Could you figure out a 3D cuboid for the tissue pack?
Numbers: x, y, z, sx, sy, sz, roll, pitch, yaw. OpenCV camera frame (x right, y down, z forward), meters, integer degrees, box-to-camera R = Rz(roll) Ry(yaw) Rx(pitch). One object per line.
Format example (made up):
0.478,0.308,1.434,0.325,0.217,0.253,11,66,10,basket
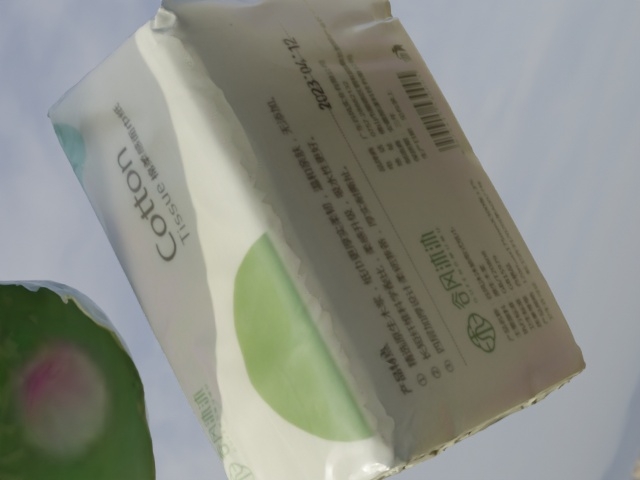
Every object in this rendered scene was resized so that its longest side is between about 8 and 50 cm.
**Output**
-0.001,0.001,1.003,0.266,0.356,0.194,-16,-14,-48,tissue pack

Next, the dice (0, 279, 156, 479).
-0.329,0.190,0.960,0.330,0.322,0.318,1,-95,-48,dice
